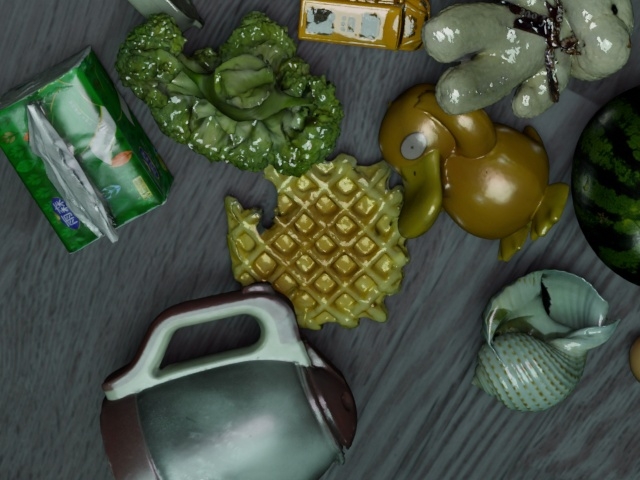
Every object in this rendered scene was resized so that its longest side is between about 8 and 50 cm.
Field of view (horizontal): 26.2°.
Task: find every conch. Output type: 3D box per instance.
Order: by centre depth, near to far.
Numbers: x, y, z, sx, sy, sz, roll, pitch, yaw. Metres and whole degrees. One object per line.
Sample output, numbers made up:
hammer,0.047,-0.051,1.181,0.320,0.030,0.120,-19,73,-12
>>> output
conch,0.285,0.134,1.820,0.200,0.131,0.172,-23,83,-19

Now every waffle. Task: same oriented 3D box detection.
waffle,0.000,0.001,1.812,0.250,0.056,0.261,-1,109,1

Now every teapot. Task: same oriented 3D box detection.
teapot,-0.120,0.219,1.815,0.312,0.233,0.315,-22,106,2

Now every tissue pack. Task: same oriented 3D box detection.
tissue pack,-0.305,-0.105,1.723,0.148,0.156,0.209,-26,110,13

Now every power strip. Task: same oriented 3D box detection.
power strip,-0.252,-0.352,1.667,0.048,0.080,0.286,-39,107,21

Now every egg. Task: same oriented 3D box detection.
egg,0.458,0.166,1.847,0.080,0.096,0.080,-1,115,-3

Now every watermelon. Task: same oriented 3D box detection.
watermelon,0.438,-0.064,1.677,0.269,0.269,0.269,0,111,1

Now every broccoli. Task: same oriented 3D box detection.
broccoli,-0.109,-0.201,1.634,0.254,0.302,0.186,20,74,20

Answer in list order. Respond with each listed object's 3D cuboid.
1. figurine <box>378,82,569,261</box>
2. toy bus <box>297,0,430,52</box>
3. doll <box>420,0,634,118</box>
figurine,0.183,-0.088,1.723,0.228,0.215,0.215,9,112,-18
toy bus,0.054,-0.271,1.693,0.162,0.074,0.070,6,110,0
doll,0.255,-0.234,1.615,0.278,0.149,0.175,-23,140,-16
